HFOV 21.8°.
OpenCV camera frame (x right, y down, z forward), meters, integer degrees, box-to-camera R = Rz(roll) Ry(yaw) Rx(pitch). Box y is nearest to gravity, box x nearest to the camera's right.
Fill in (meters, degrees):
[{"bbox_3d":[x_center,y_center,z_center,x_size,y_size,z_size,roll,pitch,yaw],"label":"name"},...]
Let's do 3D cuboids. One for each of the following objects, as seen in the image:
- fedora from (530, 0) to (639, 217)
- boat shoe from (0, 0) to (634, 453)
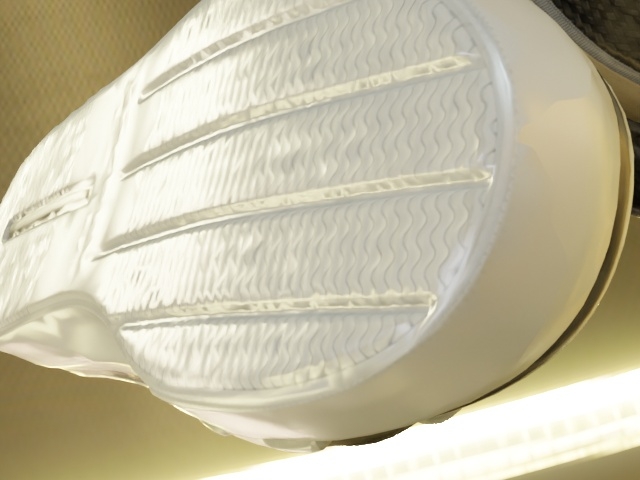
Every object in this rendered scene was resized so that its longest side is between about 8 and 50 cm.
[{"bbox_3d":[0.189,-0.161,0.617,0.334,0.334,0.152,1,-14,-16],"label":"fedora"},{"bbox_3d":[0.000,0.000,0.474,0.119,0.121,0.335,20,-9,-23],"label":"boat shoe"}]
